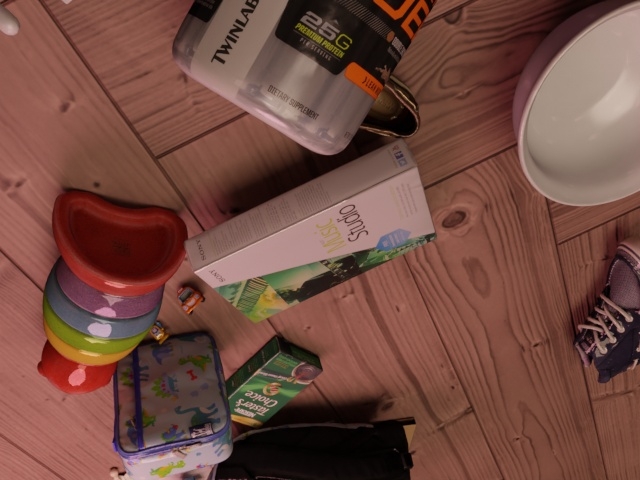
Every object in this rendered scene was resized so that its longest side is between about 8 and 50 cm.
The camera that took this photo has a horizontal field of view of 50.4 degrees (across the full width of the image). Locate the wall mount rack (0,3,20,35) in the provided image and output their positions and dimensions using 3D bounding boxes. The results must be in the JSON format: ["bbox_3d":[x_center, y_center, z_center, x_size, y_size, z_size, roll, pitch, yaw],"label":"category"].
[{"bbox_3d":[-0.386,-0.321,0.536,0.304,0.130,0.350,10,139,-13],"label":"wall mount rack"}]

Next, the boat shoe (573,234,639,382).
[{"bbox_3d":[0.551,0.145,1.258,0.158,0.127,0.340,-31,131,-1],"label":"boat shoe"}]

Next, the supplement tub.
[{"bbox_3d":[0.017,-0.273,0.675,0.207,0.207,0.338,26,101,-32],"label":"supplement tub"}]

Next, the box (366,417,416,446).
[{"bbox_3d":[0.109,0.455,1.448,0.164,0.021,0.201,-4,128,-14],"label":"box"}]

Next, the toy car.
[{"bbox_3d":[-0.227,0.114,1.046,0.122,0.060,0.040,-44,96,11],"label":"toy car"}]

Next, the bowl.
[{"bbox_3d":[0.377,-0.203,0.919,0.298,0.134,0.298,-9,130,-11],"label":"bowl"}]

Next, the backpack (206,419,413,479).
[{"bbox_3d":[-0.035,0.474,1.246,0.355,0.290,0.273,10,150,-24],"label":"backpack"}]

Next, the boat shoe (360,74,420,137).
[{"bbox_3d":[0.022,-0.196,0.840,0.257,0.095,0.095,15,122,-27],"label":"boat shoe"}]

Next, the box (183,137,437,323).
[{"bbox_3d":[0.000,0.000,0.971,0.322,0.058,0.232,-24,152,5],"label":"box"}]

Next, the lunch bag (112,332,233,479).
[{"bbox_3d":[-0.230,0.249,1.043,0.176,0.219,0.090,-10,130,-8],"label":"lunch bag"}]

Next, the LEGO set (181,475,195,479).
[{"bbox_3d":[-0.258,0.534,1.334,0.093,0.087,0.227,-20,139,3],"label":"LEGO set"}]

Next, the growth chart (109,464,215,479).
[{"bbox_3d":[-0.280,0.482,1.349,0.237,0.021,0.172,-9,131,-10],"label":"growth chart"}]

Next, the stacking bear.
[{"bbox_3d":[-0.311,0.101,0.948,0.175,0.164,0.289,12,128,-25],"label":"stacking bear"}]

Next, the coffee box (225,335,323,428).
[{"bbox_3d":[-0.096,0.256,1.208,0.184,0.040,0.113,-43,129,19],"label":"coffee box"}]

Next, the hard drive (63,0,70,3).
[{"bbox_3d":[-0.293,-0.397,0.617,0.203,0.040,0.307,-39,129,15],"label":"hard drive"}]
